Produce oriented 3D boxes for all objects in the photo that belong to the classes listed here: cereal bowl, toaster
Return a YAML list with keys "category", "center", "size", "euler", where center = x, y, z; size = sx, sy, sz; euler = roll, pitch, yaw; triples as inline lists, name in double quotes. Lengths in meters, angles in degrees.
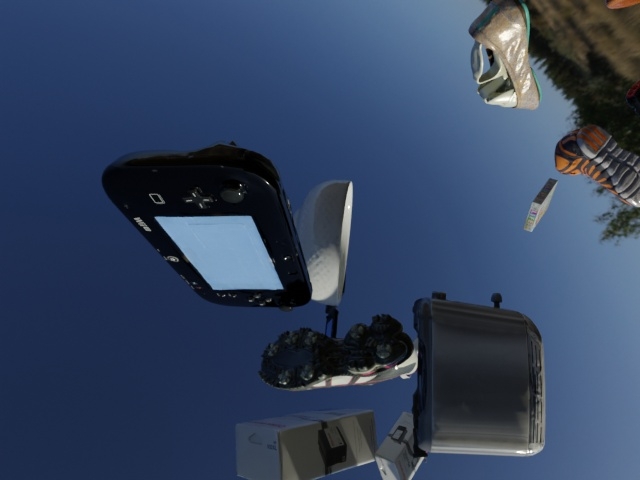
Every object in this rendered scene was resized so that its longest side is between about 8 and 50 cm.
- category: "cereal bowl"
  center: [0.000, 0.000, 1.071]
  size: [0.141, 0.339, 0.339]
  euler: [7, -136, 7]
- category: "toaster"
  center: [0.195, 0.181, 0.521]
  size: [0.129, 0.146, 0.227]
  euler: [36, -125, -78]

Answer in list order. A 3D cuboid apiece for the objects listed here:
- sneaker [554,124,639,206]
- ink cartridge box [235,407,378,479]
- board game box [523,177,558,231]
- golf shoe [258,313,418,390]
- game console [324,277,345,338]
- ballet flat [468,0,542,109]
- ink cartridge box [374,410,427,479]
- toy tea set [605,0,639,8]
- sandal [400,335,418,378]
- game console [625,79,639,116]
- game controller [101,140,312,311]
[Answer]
- category: "sneaker"
  center: [0.900, -0.232, 1.299]
  size: [0.321, 0.124, 0.180]
  euler: [47, 175, -3]
- category: "ink cartridge box"
  center: [-0.036, 0.527, 1.051]
  size: [0.307, 0.223, 0.129]
  euler: [8, -111, -37]
- category: "board game box"
  center: [0.673, -0.110, 1.230]
  size: [0.026, 0.103, 0.154]
  euler: [26, -130, 31]
- category: "golf shoe"
  center: [0.024, 0.206, 0.660]
  size: [0.120, 0.273, 0.105]
  euler: [52, -145, -40]
- category: "game console"
  center: [0.050, 0.296, 1.616]
  size: [0.044, 0.213, 0.361]
  euler: [10, -125, -5]
- category: "ballet flat"
  center: [0.360, -0.339, 0.803]
  size: [0.316, 0.106, 0.107]
  euler: [32, -154, -51]
- category: "ink cartridge box"
  center: [0.217, 0.547, 1.050]
  size: [0.150, 0.063, 0.109]
  euler: [-37, -63, -39]
- category: "toy tea set"
  center: [0.483, -0.371, 0.415]
  size: [0.200, 0.336, 0.124]
  euler: [-26, -72, -64]
- category: "sandal"
  center: [0.368, 0.502, 1.643]
  size: [0.169, 0.416, 0.102]
  euler: [-39, -113, -20]
- category: "game console"
  center: [0.915, -0.284, 0.879]
  size: [0.386, 0.342, 0.060]
  euler: [49, -174, -2]
- category: "game controller"
  center: [-0.106, 0.010, 0.471]
  size: [0.319, 0.166, 0.067]
  euler: [78, -176, -58]
